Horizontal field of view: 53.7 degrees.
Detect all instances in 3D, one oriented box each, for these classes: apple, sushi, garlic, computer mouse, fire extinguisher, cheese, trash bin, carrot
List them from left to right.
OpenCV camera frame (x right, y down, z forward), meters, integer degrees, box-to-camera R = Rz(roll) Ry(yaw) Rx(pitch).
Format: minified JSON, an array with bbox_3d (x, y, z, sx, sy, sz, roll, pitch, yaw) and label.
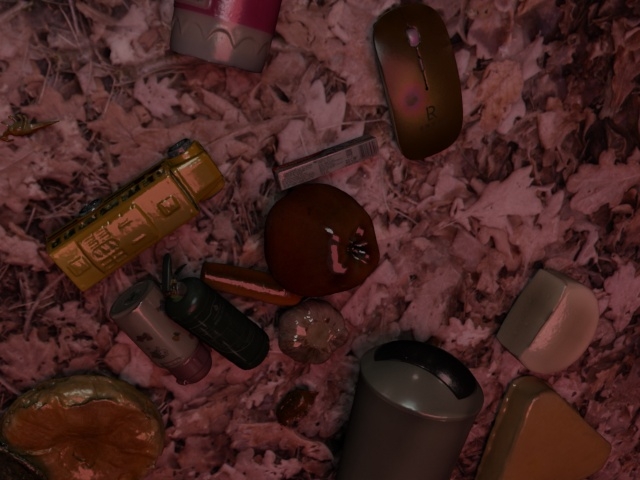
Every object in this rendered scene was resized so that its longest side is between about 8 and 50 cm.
[{"bbox_3d":[-0.218,0.147,1.255,0.311,0.095,0.114,47,50,-44],"label":"fire extinguisher"},{"bbox_3d":[-0.138,0.091,1.319,0.225,0.067,0.067,15,104,-20],"label":"carrot"},{"bbox_3d":[-0.054,0.384,1.463,0.118,0.061,0.060,-34,127,19],"label":"sushi"},{"bbox_3d":[-0.023,0.197,1.377,0.159,0.102,0.147,-14,100,-25],"label":"garlic"},{"bbox_3d":[0.000,-0.002,1.247,0.234,0.234,0.234,-6,111,-16],"label":"apple"},{"bbox_3d":[0.191,0.441,1.443,0.280,0.280,0.432,6,111,-20],"label":"trash bin"},{"bbox_3d":[0.199,-0.314,1.276,0.158,0.072,0.310,-22,114,-11],"label":"computer mouse"},{"bbox_3d":[0.587,0.523,1.690,0.384,0.104,0.384,-6,111,-16],"label":"cheese"}]

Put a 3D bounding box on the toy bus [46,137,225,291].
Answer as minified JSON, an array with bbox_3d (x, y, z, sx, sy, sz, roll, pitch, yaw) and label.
[{"bbox_3d":[-0.336,-0.049,1.171,0.335,0.123,0.121,-34,116,-3],"label":"toy bus"}]

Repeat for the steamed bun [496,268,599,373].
[{"bbox_3d":[0.567,0.203,1.542,0.164,0.146,0.242,27,100,-20],"label":"steamed bun"}]

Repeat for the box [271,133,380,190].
[{"bbox_3d":[0.011,-0.160,1.279,0.218,0.055,0.039,-21,113,-10],"label":"box"}]

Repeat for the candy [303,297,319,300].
[{"bbox_3d":[0.027,0.079,1.368,0.175,0.043,0.045,-35,159,-25],"label":"candy"}]

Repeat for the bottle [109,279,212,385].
[{"bbox_3d":[-0.310,0.194,1.276,0.110,0.110,0.233,-37,116,-2],"label":"bottle"}]

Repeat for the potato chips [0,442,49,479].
[{"bbox_3d":[-0.645,0.485,1.268,0.220,0.029,0.202,-28,114,24],"label":"potato chips"}]

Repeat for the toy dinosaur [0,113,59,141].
[{"bbox_3d":[-0.517,-0.204,1.107,0.113,0.026,0.041,-21,122,0],"label":"toy dinosaur"}]

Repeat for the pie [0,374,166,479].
[{"bbox_3d":[-0.490,0.419,1.313,0.339,0.083,0.339,-5,113,-12],"label":"pie"}]

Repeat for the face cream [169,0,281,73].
[{"bbox_3d":[-0.157,-0.399,1.071,0.175,0.175,0.195,10,107,-21],"label":"face cream"}]
